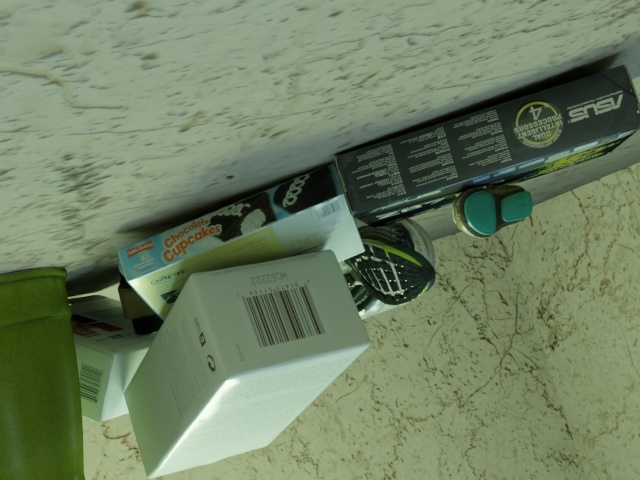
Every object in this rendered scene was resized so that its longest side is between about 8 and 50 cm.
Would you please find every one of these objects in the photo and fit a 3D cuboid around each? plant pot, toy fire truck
[{"bbox_3d":[-0.511,0.265,1.487,0.367,0.353,0.366,-18,176,-1],"label":"plant pot"},{"bbox_3d":[-0.246,0.083,1.837,0.217,0.158,0.246,-13,-165,-2],"label":"toy fire truck"}]

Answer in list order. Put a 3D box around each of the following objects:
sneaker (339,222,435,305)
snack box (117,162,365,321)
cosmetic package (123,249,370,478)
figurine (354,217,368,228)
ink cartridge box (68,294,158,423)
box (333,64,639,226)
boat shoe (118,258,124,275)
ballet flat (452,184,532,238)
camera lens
[{"bbox_3d":[0.107,0.019,1.591,0.121,0.111,0.300,-28,-161,-17],"label":"sneaker"},{"bbox_3d":[-0.106,0.014,1.432,0.322,0.060,0.187,-22,152,1],"label":"snack box"},{"bbox_3d":[-0.131,0.200,1.519,0.230,0.161,0.453,-9,155,-29],"label":"cosmetic package"},{"bbox_3d":[0.000,0.000,1.903,0.215,0.092,0.209,-20,163,40],"label":"figurine"},{"bbox_3d":[-0.404,0.204,1.820,0.272,0.130,0.309,16,-171,24],"label":"ink cartridge box"},{"bbox_3d":[0.234,-0.123,1.420,0.395,0.097,0.318,-17,174,7],"label":"box"},{"bbox_3d":[-0.237,0.032,1.602,0.183,0.065,0.083,4,-158,-20],"label":"boat shoe"},{"bbox_3d":[0.225,-0.040,1.389,0.067,0.073,0.206,-2,-178,37],"label":"ballet flat"},{"bbox_3d":[0.107,0.053,2.183,0.219,0.219,0.274,-21,174,31],"label":"camera lens"}]
